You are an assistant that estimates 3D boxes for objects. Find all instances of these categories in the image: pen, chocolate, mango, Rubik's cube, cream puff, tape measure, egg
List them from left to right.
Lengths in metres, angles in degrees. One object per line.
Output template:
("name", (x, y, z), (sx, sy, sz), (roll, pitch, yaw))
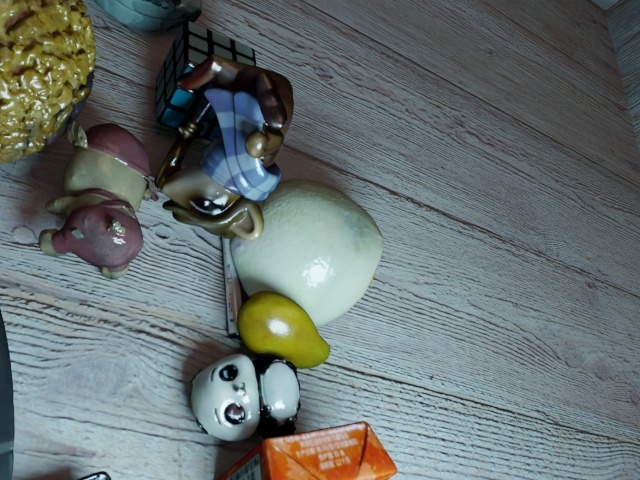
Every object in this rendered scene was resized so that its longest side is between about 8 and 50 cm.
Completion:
("cream puff", (-0.494, -0.279, 1.032), (0.231, 0.327, 0.343), (29, 15, -18))
("tape measure", (-0.375, -0.578, 1.363), (0.275, 0.147, 0.256), (14, 61, -35))
("Rubik's cube", (-0.232, -0.318, 1.295), (0.162, 0.160, 0.163), (15, 43, -29))
("pen", (-0.175, 0.060, 1.247), (0.033, 0.033, 0.268), (8, 63, -33))
("mango", (-0.068, 0.178, 1.189), (0.227, 0.136, 0.099), (44, 28, -40))
("chocolate", (-0.037, 0.393, 1.041), (0.235, 0.237, 0.107), (0, 57, -35))
("egg", (0.000, 0.000, 1.284), (0.337, 0.201, 0.336), (23, 51, -31))

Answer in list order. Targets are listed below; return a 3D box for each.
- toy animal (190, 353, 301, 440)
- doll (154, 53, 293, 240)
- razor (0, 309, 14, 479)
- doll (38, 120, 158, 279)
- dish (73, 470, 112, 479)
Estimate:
("toy animal", (-0.130, 0.281, 1.092), (0.179, 0.138, 0.165), (12, 54, -33))
("doll", (-0.168, -0.168, 1.132), (0.209, 0.339, 0.317), (6, 30, -27))
("razor", (-0.522, 0.184, 0.855), (0.204, 0.114, 0.348), (15, 55, -57))
("doll", (-0.372, -0.073, 1.098), (0.152, 0.196, 0.255), (-1, 66, 5))
("dish", (-0.384, 0.441, 0.854), (0.243, 0.080, 0.181), (-5, 65, -46))
